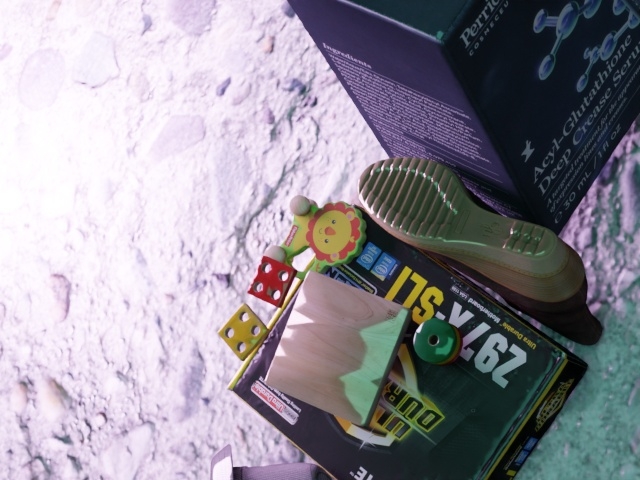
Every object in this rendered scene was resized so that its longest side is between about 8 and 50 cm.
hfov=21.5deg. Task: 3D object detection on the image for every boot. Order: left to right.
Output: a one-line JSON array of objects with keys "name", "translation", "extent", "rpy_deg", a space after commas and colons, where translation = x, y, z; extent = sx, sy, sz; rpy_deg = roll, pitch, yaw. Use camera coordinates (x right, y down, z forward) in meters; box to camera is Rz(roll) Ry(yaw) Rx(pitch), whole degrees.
[{"name": "boot", "translation": [0.163, 0.019, 1.723], "extent": [0.248, 0.207, 0.090], "rpy_deg": [25, 73, 30]}]

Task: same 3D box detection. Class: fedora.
[{"name": "fedora", "translation": [-0.030, 0.329, 1.765], "extent": [0.124, 0.275, 0.243], "rpy_deg": [-14, 42, -1]}]

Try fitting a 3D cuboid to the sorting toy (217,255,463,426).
[{"name": "sorting toy", "translation": [0.019, 0.113, 1.791], "extent": [0.275, 0.046, 0.132], "rpy_deg": [20, 88, 32]}]

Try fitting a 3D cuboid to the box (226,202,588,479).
[{"name": "box", "translation": [0.088, 0.148, 1.814], "extent": [0.322, 0.079, 0.257], "rpy_deg": [37, 95, 32]}]

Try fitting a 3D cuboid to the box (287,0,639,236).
[{"name": "box", "translation": [0.173, -0.233, 1.640], "extent": [0.212, 0.395, 0.293], "rpy_deg": [28, 77, 33]}]

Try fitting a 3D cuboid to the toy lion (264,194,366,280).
[{"name": "toy lion", "translation": [0.000, 0.000, 1.845], "extent": [0.096, 0.034, 0.100], "rpy_deg": [28, 92, 26]}]
